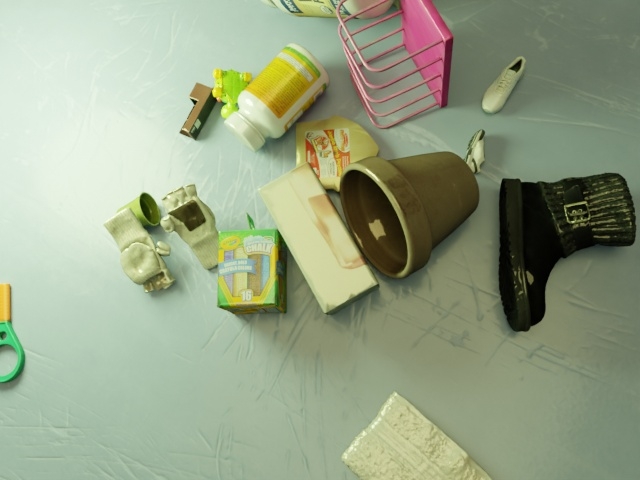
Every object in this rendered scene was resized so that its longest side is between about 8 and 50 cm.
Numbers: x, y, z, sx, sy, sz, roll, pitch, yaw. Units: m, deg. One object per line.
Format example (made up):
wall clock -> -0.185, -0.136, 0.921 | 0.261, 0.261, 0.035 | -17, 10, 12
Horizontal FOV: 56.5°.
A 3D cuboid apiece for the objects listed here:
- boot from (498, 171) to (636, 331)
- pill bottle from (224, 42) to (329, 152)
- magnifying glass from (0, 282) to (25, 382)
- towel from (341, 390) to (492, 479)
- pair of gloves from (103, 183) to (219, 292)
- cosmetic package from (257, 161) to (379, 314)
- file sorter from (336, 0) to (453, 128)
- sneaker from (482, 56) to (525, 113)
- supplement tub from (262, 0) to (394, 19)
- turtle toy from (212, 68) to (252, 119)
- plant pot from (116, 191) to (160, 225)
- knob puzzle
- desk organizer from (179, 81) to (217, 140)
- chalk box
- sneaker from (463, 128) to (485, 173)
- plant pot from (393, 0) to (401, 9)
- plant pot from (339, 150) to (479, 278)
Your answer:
boot -> 0.511, 0.019, 1.229 | 0.260, 0.131, 0.348 | 2, 75, 8
pill bottle -> -0.106, -0.329, 1.395 | 0.136, 0.136, 0.246 | 41, 83, 15
magnifying glass -> -0.740, 0.215, 1.393 | 0.092, 0.026, 0.231 | -10, 76, 5
towel -> 0.198, 0.467, 1.194 | 0.282, 0.049, 0.187 | 40, 83, 15
pair of gloves -> -0.348, 0.000, 1.347 | 0.240, 0.042, 0.204 | -23, 101, 1
cosmetic package -> 0.000, 0.000, 1.274 | 0.129, 0.153, 0.296 | -29, 81, 1
file sorter -> 0.157, -0.403, 1.305 | 0.182, 0.291, 0.202 | -26, 74, 3
sneaker -> 0.424, -0.364, 1.378 | 0.053, 0.061, 0.152 | 32, 83, 12
supplement tub -> 0.008, -0.635, 1.374 | 0.316, 0.228, 0.228 | 19, 77, 38
turtle toy -> -0.218, -0.357, 1.453 | 0.095, 0.066, 0.130 | 3, 77, -16
plant pot -> -0.435, -0.062, 1.404 | 0.079, 0.083, 0.083 | -19, 73, 15
knob puzzle -> 0.041, -0.201, 1.399 | 0.213, 0.030, 0.213 | -2, 74, 7
desk organizer -> -0.307, -0.319, 1.466 | 0.050, 0.047, 0.130 | 23, 79, 15
chalk box -> -0.145, 0.048, 1.304 | 0.132, 0.132, 0.213 | -2, 76, 7
sneaker -> 0.357, -0.201, 1.359 | 0.043, 0.040, 0.109 | 22, 82, -5
plant pot -> 0.199, -0.637, 1.459 | 0.109, 0.096, 0.109 | -38, 74, -5
plant pot -> 0.200, -0.082, 1.252 | 0.229, 0.263, 0.263 | -26, 73, -18
